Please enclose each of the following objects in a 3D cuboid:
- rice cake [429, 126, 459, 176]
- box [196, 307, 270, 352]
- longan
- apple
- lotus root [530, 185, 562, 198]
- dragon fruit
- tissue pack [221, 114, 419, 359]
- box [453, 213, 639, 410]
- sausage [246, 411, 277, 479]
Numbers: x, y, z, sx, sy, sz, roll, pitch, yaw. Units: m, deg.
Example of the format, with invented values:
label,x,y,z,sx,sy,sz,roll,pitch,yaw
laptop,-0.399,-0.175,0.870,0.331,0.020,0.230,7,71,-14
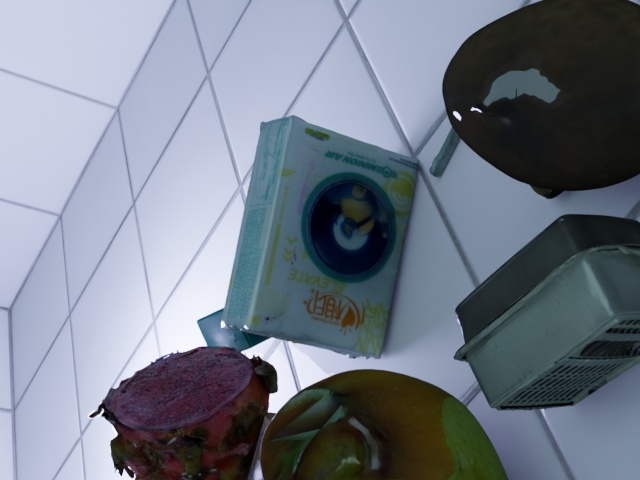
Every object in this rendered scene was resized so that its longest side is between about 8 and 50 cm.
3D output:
label,x,y,z,sx,sy,sz,roll,pitch,yaw
rice cake,0.228,-0.169,1.887,0.121,0.021,0.022,-64,21,17
box,-0.097,0.138,2.054,0.153,0.244,0.092,-24,90,53
longan,0.337,-0.199,1.450,0.350,0.288,0.289,5,79,32
apple,0.090,0.361,1.500,0.384,0.374,0.374,34,105,50
lotus root,0.344,-0.150,1.627,0.089,0.080,0.179,-33,51,48
dragon fruit,-0.220,0.364,1.923,0.314,0.296,0.263,4,121,38
tissue pack,0.000,0.000,1.924,0.162,0.287,0.388,-7,70,63
box,0.330,0.097,1.399,0.290,0.220,0.166,-46,53,38
sausage,-0.026,0.461,1.797,0.233,0.233,0.287,10,84,60
